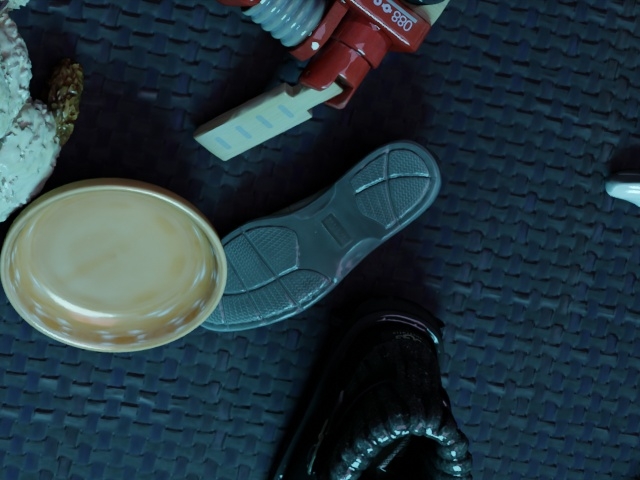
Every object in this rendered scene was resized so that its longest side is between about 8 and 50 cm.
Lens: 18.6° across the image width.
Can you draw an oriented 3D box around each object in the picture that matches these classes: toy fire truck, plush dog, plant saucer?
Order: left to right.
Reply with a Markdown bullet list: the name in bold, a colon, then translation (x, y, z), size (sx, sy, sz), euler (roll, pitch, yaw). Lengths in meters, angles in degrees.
- **plush dog**: translation (-0.304, -0.104, 1.634), size (0.262, 0.210, 0.225), euler (-35, 138, -2)
- **plant saucer**: translation (-0.182, 0.017, 1.729), size (0.200, 0.037, 0.200), euler (-1, 132, -2)
- **toy fire truck**: translation (-0.037, -0.196, 1.705), size (0.217, 0.158, 0.246), euler (35, 83, -22)

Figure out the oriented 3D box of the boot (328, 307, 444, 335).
- **boot**: translation (0.059, 0.118, 1.863), size (0.121, 0.045, 0.099), euler (6, 109, -16)

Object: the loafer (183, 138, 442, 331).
- **loafer**: translation (0.000, 0.000, 1.787), size (0.267, 0.084, 0.096), euler (-31, 87, 12)

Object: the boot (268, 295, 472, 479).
- **boot**: translation (0.032, 0.243, 1.751), size (0.131, 0.260, 0.348), euler (10, 115, -8)

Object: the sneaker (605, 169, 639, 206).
- **sneaker**: translation (0.343, -0.031, 1.895), size (0.152, 0.054, 0.061), euler (10, 106, -19)
